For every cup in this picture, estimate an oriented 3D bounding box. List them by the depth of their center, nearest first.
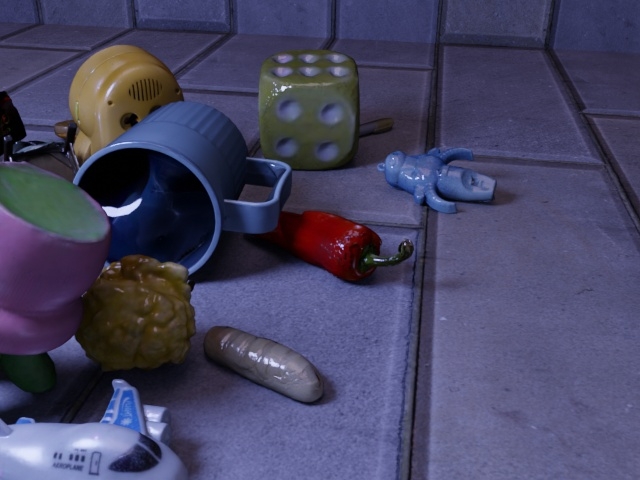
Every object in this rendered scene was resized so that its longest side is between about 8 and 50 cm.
[{"bbox_3d":[-0.246,-0.118,1.342,0.331,0.257,0.311,-20,22,15],"label":"cup"}]

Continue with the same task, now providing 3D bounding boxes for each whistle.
[{"bbox_3d":[0.255,-0.138,1.608,0.269,0.093,0.180,10,53,17],"label":"whistle"}]

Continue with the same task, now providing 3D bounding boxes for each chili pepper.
[{"bbox_3d":[0.000,0.000,1.324,0.387,0.110,0.110,19,32,41],"label":"chili pepper"}]

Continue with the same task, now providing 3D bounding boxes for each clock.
[{"bbox_3d":[-0.402,-0.249,1.563,0.244,0.317,0.200,-21,41,-37],"label":"clock"}]

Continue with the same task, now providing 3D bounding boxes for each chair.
[{"bbox_3d":[-0.559,-0.114,1.470,0.160,0.186,0.319,-17,-1,-27],"label":"chair"}]

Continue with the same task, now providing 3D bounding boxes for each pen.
[{"bbox_3d":[0.116,-0.299,1.983,0.233,0.032,0.040,-22,59,-34],"label":"pen"}]

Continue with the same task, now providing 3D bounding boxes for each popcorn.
[{"bbox_3d":[-0.258,0.106,1.033,0.180,0.180,0.170,17,36,28],"label":"popcorn"}]

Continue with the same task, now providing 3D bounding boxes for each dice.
[{"bbox_3d":[-0.027,-0.319,1.774,0.238,0.233,0.227,-1,35,0],"label":"dice"}]

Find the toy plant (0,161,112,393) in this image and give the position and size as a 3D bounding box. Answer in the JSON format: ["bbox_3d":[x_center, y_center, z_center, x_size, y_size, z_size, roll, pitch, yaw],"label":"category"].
[{"bbox_3d":[-0.421,0.074,0.949,0.210,0.356,0.317,17,23,-25],"label":"toy plant"}]

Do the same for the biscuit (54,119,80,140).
[{"bbox_3d":[-0.607,-0.288,1.918,0.170,0.050,0.170,1,19,0],"label":"biscuit"}]

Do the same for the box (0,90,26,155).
[{"bbox_3d":[-0.858,-0.177,1.506,0.415,0.116,0.264,-13,24,11],"label":"box"}]

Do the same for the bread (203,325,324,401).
[{"bbox_3d":[-0.083,0.167,1.046,0.214,0.053,0.073,18,28,31],"label":"bread"}]

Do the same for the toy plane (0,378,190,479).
[{"bbox_3d":[-0.272,0.251,0.806,0.267,0.123,0.267,3,28,-2],"label":"toy plane"}]
